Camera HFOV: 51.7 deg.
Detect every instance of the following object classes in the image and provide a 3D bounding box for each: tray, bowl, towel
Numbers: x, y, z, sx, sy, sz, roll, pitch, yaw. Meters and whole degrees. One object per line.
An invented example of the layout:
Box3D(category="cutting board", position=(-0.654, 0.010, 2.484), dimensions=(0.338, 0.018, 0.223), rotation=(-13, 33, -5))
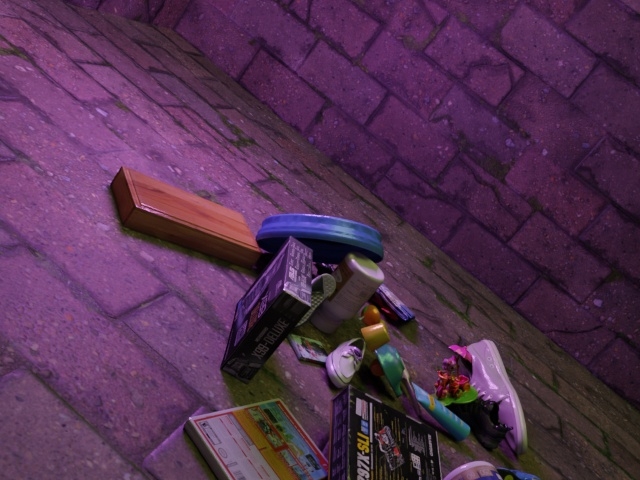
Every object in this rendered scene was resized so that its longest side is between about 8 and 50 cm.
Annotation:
Box3D(category="tray", position=(-0.369, -0.061, 1.853), dimensions=(0.411, 0.076, 0.202), rotation=(21, 24, -39))
Box3D(category="bowl", position=(0.000, 0.000, 2.006), dimensions=(0.391, 0.077, 0.391), rotation=(7, -12, 2))
Box3D(category="towel", position=(0.224, 0.183, 2.360), dimensions=(0.285, 0.034, 0.209), rotation=(44, 5, 13))

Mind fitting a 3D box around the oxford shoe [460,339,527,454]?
Box3D(category="oxford shoe", position=(0.565, 0.511, 2.169), dimensions=(0.130, 0.169, 0.449), rotation=(-8, 38, -4))

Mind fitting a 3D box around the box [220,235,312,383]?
Box3D(category="box", position=(-0.117, 0.152, 1.543), dimensions=(0.077, 0.242, 0.307), rotation=(34, 19, -13))

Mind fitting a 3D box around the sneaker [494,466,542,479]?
Box3D(category="sneaker", position=(0.521, 0.664, 1.819), dimensions=(0.209, 0.069, 0.082), rotation=(20, -9, -23))

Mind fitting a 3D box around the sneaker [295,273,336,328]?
Box3D(category="sneaker", position=(-0.077, 0.180, 1.815), dimensions=(0.226, 0.163, 0.086), rotation=(-35, 98, -31))

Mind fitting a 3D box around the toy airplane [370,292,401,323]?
Box3D(category="toy airplane", position=(0.231, 0.240, 2.326), dimensions=(0.151, 0.028, 0.151), rotation=(38, 13, -10))

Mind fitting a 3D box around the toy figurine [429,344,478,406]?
Box3D(category="toy figurine", position=(0.394, 0.393, 1.973), dimensions=(0.173, 0.159, 0.130), rotation=(-13, 21, -34))

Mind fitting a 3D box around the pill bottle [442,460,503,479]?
Box3D(category="pill bottle", position=(0.381, 0.636, 1.453), dimensions=(0.153, 0.153, 0.264), rotation=(25, 22, -34))

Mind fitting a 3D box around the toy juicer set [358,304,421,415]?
Box3D(category="toy juicer set", position=(0.176, 0.327, 1.859), dimensions=(0.209, 0.090, 0.329), rotation=(-108, 172, -62))

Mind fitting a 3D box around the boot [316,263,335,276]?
Box3D(category="boot", position=(0.008, 0.089, 2.244), dimensions=(0.121, 0.045, 0.099), rotation=(25, 23, -53))

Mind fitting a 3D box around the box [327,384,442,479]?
Box3D(category="box", position=(0.136, 0.489, 1.361), dimensions=(0.257, 0.079, 0.322), rotation=(29, 34, -19))

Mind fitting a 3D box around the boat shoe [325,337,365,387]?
Box3D(category="boat shoe", position=(0.072, 0.310, 1.755), dimensions=(0.083, 0.076, 0.226), rotation=(52, 16, -8))

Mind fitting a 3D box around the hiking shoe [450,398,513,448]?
Box3D(category="hiking shoe", position=(0.486, 0.514, 2.009), dimensions=(0.086, 0.114, 0.227), rotation=(15, 29, -51))

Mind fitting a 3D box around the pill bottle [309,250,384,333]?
Box3D(category="pill bottle", position=(0.066, 0.154, 1.901), dimensions=(0.131, 0.229, 0.131), rotation=(34, 19, -13))

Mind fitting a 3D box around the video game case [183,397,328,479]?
Box3D(category="video game case", position=(-0.110, 0.408, 1.285), dimensions=(0.204, 0.025, 0.285), rotation=(47, 20, 27))

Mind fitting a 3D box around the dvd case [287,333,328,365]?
Box3D(category="dvd case", position=(-0.028, 0.290, 1.744), dimensions=(0.119, 0.013, 0.087), rotation=(21, 24, -40))

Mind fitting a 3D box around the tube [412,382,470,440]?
Box3D(category="tube", position=(0.331, 0.481, 1.850), dimensions=(0.207, 0.052, 0.080), rotation=(42, 9, -14))
